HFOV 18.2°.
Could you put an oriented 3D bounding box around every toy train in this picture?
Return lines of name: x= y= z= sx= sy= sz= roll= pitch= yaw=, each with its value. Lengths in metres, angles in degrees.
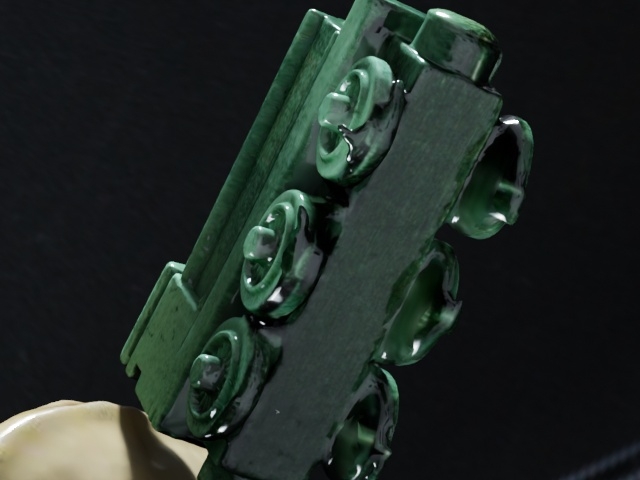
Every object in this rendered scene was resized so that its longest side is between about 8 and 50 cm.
toy train: x=0.000 y=0.000 z=0.630 sx=0.071 sy=0.111 sz=0.170 roll=20 pitch=-76 yaw=-26

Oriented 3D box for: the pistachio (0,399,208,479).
pistachio: x=-0.088 y=0.129 z=0.683 sx=0.229 sy=0.157 sz=0.157 roll=14 pitch=-82 yaw=-68
